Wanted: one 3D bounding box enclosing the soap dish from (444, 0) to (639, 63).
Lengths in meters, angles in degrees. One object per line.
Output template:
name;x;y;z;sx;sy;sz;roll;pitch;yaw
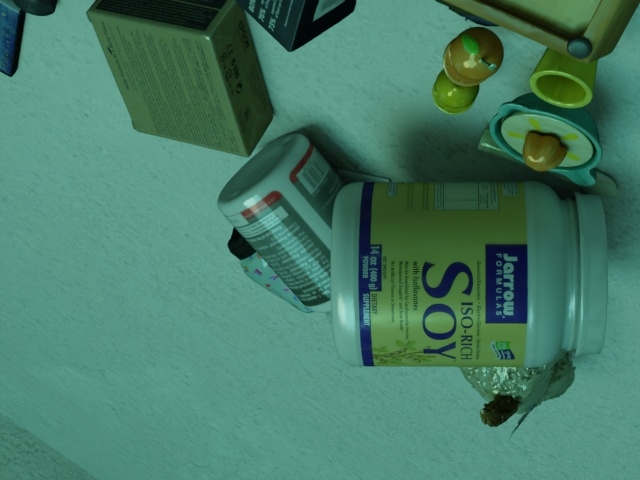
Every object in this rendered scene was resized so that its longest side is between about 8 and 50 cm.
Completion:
soap dish;0.222;-0.317;1.167;0.229;0.118;0.291;25;136;4

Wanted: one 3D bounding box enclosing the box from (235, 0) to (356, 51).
box;-0.053;-0.337;1.364;0.207;0.108;0.153;46;152;13

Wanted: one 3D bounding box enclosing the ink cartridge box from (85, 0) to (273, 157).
ink cartridge box;-0.185;-0.235;1.699;0.193;0.088;0.234;16;148;23

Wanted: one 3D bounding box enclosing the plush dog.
plush dog;0.242;0.143;1.846;0.225;0.210;0.262;40;157;28

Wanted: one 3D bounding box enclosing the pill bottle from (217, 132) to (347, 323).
pill bottle;0.000;0.000;1.795;0.283;0.161;0.161;50;144;-18

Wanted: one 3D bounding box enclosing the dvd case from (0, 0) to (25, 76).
dvd case;-0.562;-0.360;1.883;0.253;0.022;0.180;30;150;-3

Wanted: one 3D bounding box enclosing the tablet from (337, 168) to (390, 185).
tablet;0.066;-0.077;1.809;0.083;0.006;0.054;13;146;25

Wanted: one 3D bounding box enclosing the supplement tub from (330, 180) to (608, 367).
supplement tub;0.186;0.043;1.597;0.331;0.241;0.241;0;144;6

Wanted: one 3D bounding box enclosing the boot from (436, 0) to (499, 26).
boot;0.142;-0.273;1.386;0.219;0.082;0.106;-2;135;37

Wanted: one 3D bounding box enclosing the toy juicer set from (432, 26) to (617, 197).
toy juicer set;0.231;-0.129;1.477;0.209;0.089;0.329;13;158;23

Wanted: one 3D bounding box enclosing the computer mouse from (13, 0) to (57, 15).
computer mouse;-0.442;-0.398;1.711;0.071;0.041;0.242;0;139;40

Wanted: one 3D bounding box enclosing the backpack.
backpack;-0.042;0.024;1.942;0.182;0.115;0.152;36;146;-16
